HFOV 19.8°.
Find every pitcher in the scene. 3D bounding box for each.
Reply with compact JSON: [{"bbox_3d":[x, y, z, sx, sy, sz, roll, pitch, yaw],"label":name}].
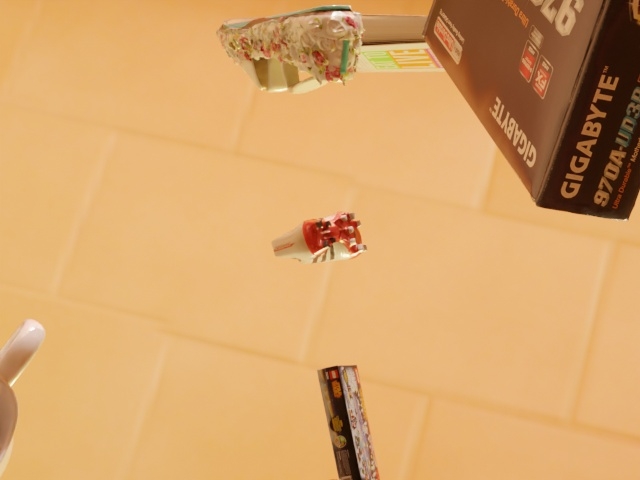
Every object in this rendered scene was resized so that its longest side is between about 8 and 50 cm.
[{"bbox_3d":[-0.314,0.153,1.629,0.178,0.125,0.207,-53,10,-20],"label":"pitcher"}]

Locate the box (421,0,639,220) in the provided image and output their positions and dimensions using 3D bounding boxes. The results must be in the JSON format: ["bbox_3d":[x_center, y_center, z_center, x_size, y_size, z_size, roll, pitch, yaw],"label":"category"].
[{"bbox_3d":[0.121,-0.135,0.885,0.220,0.051,0.175,-112,35,-61],"label":"box"}]

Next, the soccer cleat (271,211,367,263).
[{"bbox_3d":[0.000,0.000,1.076,0.083,0.036,0.029,-5,-100,-67],"label":"soccer cleat"}]

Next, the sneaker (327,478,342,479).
[{"bbox_3d":[0.088,0.293,1.163,0.330,0.147,0.130,61,-155,11],"label":"sneaker"}]

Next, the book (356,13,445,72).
[{"bbox_3d":[0.096,-0.190,1.793,0.096,0.144,0.035,41,-128,-68],"label":"book"}]

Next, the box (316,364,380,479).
[{"bbox_3d":[0.032,0.203,1.994,0.094,0.027,0.137,13,-115,-77],"label":"box"}]

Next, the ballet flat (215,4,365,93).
[{"bbox_3d":[-0.035,-0.174,1.705,0.241,0.091,0.077,-170,74,-67],"label":"ballet flat"}]
